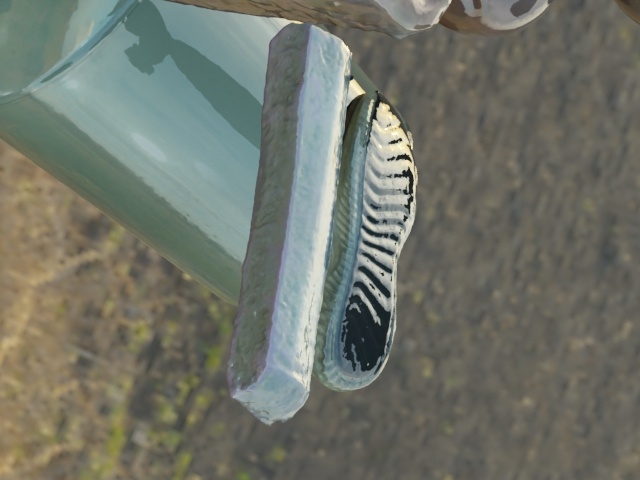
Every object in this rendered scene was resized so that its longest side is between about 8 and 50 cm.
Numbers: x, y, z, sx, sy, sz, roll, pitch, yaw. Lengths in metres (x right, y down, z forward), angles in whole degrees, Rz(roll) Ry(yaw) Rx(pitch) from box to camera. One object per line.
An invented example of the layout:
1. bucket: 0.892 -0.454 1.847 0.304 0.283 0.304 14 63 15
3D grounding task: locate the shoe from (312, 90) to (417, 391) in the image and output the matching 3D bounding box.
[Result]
1. shoe: 0.000 0.000 1.420 0.099 0.112 0.227 35 56 -50

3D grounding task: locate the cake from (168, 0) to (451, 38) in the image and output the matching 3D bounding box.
1. cake: -0.028 -0.290 1.113 0.237 0.230 0.309 34 74 -59

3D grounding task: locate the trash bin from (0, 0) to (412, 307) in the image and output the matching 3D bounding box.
1. trash bin: -0.137 -0.148 1.661 0.432 0.280 0.280 42 70 -40

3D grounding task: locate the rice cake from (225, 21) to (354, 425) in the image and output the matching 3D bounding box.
1. rice cake: -0.015 -0.011 0.971 0.047 0.036 0.207 23 64 -39

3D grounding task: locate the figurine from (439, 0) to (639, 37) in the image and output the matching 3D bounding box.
1. figurine: 0.182 -0.305 1.557 0.388 0.276 0.248 -111 -162 -73
